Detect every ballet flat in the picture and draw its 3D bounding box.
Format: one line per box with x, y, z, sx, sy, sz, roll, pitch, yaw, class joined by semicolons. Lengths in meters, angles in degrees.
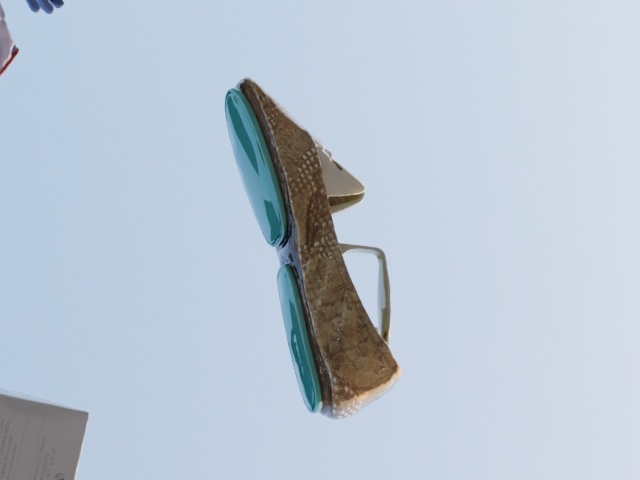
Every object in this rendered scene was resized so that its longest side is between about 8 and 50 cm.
0.000;0.000;0.868;0.067;0.073;0.206;-14;-93;-16;ballet flat

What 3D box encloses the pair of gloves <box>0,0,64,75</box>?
-0.344;-0.283;1.593;0.198;0.023;0.159;-62;-39;-36;pair of gloves

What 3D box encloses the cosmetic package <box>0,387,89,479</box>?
-0.342;0.183;1.277;0.225;0.224;0.138;14;-99;-20;cosmetic package
